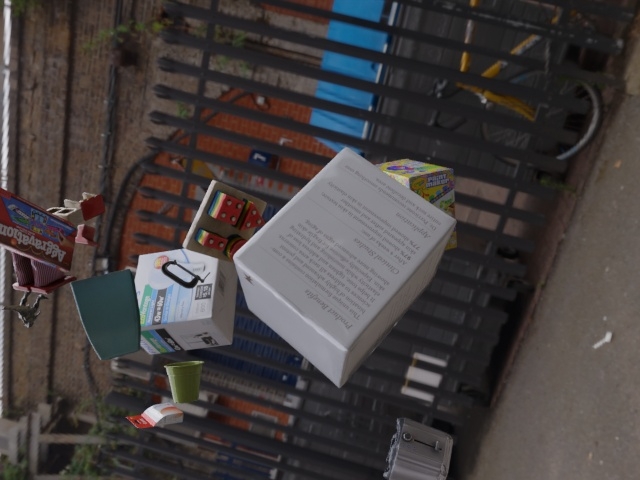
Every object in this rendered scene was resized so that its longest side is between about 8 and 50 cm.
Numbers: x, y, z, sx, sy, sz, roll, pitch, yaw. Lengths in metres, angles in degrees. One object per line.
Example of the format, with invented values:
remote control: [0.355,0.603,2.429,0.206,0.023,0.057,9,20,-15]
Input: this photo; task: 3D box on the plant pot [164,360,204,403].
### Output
plant pot: [-0.285,0.300,1.221,0.083,0.083,0.079,61,-155,-84]

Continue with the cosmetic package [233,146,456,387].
cosmetic package: [0.056,0.068,1.387,0.393,0.329,0.327,-45,-18,-20]

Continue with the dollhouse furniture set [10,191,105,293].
dollhouse furniture set: [-0.792,-0.003,1.823,0.374,0.152,0.201,-44,-47,-59]

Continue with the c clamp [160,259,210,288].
c clamp: [-0.492,0.118,2.088,0.022,0.161,0.137,-54,9,31]

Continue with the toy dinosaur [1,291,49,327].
toy dinosaur: [-1.027,0.231,2.033,0.268,0.064,0.118,110,-178,-66]

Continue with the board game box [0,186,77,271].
board game box: [-0.784,-0.025,1.574,0.281,0.027,0.145,42,-136,-58]

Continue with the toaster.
toaster: [0.246,0.552,1.470,0.227,0.146,0.129,92,-164,-49]

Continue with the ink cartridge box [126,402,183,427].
ink cartridge box: [-0.651,0.684,2.274,0.145,0.179,0.045,5,90,54]

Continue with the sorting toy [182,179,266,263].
sorting toy: [-0.315,-0.048,2.050,0.255,0.089,0.257,22,-86,-49]

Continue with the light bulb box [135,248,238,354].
light bulb box: [-0.540,0.232,2.299,0.225,0.361,0.358,69,-165,-50]

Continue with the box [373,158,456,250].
box: [0.317,-0.122,2.030,0.290,0.177,0.279,-149,49,-63]

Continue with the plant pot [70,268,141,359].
plant pot: [-0.616,0.227,1.714,0.166,0.165,0.234,134,121,-71]
